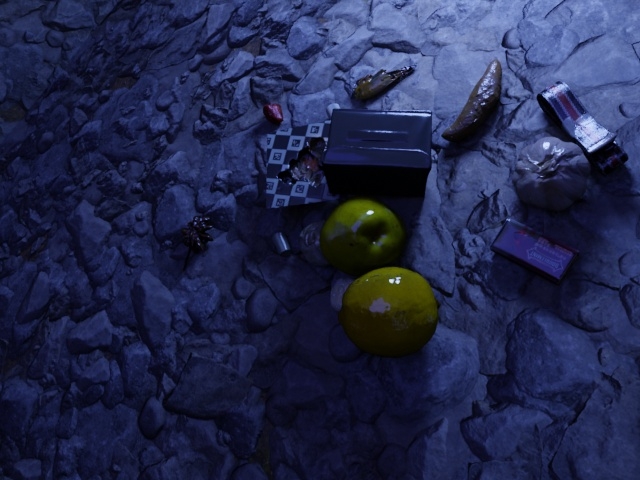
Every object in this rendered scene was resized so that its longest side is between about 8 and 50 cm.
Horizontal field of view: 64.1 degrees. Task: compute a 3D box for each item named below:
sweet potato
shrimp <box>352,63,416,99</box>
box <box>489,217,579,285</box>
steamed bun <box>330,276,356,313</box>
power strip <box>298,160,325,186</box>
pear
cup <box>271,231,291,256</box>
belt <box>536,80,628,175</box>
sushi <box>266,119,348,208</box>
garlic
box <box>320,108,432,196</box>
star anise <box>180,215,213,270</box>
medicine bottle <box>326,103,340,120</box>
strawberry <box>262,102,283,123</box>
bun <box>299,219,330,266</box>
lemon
[{"bbox_3d":[0.548,-0.478,1.749,0.114,0.092,0.341,31,87,48],"label":"sweet potato"},{"bbox_3d":[0.237,-0.640,1.980,0.262,0.066,0.117,-29,62,13],"label":"shrimp"},{"bbox_3d":[0.641,0.031,1.538,0.224,0.069,0.120,34,90,30],"label":"box"},{"bbox_3d":[0.098,0.192,1.741,0.113,0.091,0.129,4,78,33],"label":"steamed bun"},{"bbox_3d":[-0.016,-0.251,1.983,0.216,0.044,0.137,11,79,29],"label":"power strip"},{"bbox_3d":[0.137,-0.013,1.689,0.295,0.294,0.293,-9,69,24],"label":"pear"},{"bbox_3d":[-0.155,0.020,1.953,0.075,0.054,0.083,-31,64,13],"label":"cup"},{"bbox_3d":[0.796,-0.350,1.569,0.094,0.126,0.359,-36,55,20],"label":"belt"},{"bbox_3d":[-0.049,-0.278,1.953,0.321,0.069,0.338,-8,70,15],"label":"sushi"},{"bbox_3d":[0.687,-0.202,1.534,0.228,0.152,0.227,3,94,42],"label":"garlic"},{"bbox_3d":[0.195,-0.287,1.723,0.346,0.251,0.204,4,73,9],"label":"box"},{"bbox_3d":[-0.518,0.002,2.136,0.177,0.073,0.233,-13,74,32],"label":"star anise"},{"bbox_3d":[0.087,-0.432,1.985,0.059,0.059,0.230,-30,61,15],"label":"medicine bottle"},{"bbox_3d":[-0.195,-0.535,2.158,0.083,0.083,0.096,-45,66,6],"label":"strawberry"},{"bbox_3d":[0.000,0.000,1.853,0.184,0.102,0.183,-8,69,21],"label":"bun"},{"bbox_3d":[0.208,0.218,1.569,0.298,0.297,0.296,-9,69,24],"label":"lemon"}]
